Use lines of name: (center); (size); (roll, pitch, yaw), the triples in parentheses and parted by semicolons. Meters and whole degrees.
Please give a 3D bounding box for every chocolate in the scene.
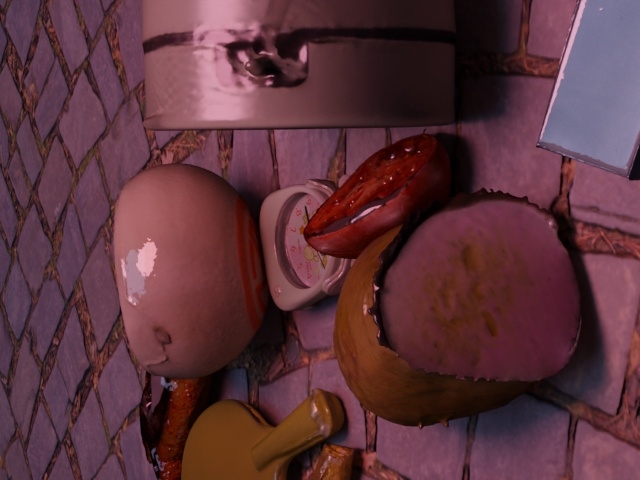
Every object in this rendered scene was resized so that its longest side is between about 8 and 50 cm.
chocolate: (0.000, 0.353, 1.575); (0.085, 0.085, 0.219); (31, 112, 50)

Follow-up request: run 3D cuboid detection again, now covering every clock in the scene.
clock: (0.000, 0.000, 1.561); (0.191, 0.062, 0.152); (-22, 73, 52)

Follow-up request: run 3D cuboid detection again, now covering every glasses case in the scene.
glasses case: (0.288, -0.197, 1.167); (0.105, 0.056, 0.266); (23, 112, 26)

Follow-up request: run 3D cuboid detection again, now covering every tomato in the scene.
tomato: (0.077, -0.037, 1.402); (0.082, 0.166, 0.174); (51, 151, -16)

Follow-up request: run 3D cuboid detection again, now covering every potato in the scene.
potato: (0.110, 0.087, 1.316); (0.266, 0.229, 0.229); (137, 123, -65)

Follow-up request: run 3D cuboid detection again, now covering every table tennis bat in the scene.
table tennis bat: (-0.084, 0.295, 1.684); (0.368, 0.054, 0.224); (-45, 57, 41)

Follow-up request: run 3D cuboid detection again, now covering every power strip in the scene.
power strip: (-0.025, -0.198, 1.337); (0.357, 0.357, 0.162); (6, 99, 54)

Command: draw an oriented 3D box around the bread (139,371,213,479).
bread: (-0.211, 0.243, 1.858); (0.139, 0.095, 0.269); (-121, 31, -52)

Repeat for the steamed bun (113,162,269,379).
steamed bun: (-0.156, 0.036, 1.653); (0.283, 0.177, 0.283); (-8, -90, -87)
